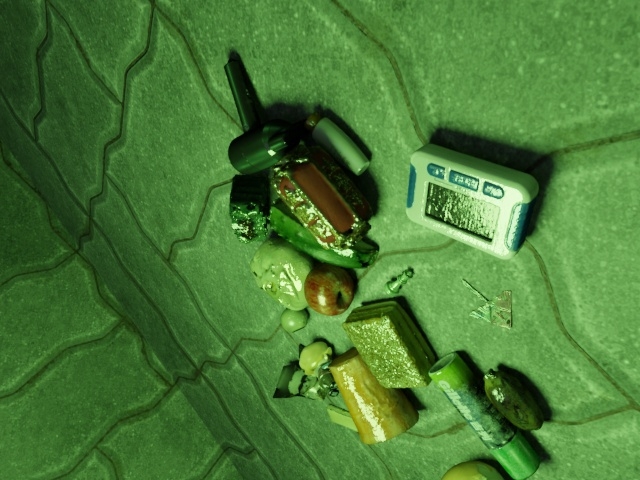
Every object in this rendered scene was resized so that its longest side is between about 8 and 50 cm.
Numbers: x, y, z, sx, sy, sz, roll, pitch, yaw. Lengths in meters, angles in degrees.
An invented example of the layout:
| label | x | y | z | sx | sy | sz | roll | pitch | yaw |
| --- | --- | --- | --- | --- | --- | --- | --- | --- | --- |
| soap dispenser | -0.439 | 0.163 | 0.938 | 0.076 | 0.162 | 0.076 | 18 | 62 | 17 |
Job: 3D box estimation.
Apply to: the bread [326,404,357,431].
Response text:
| label | x | y | z | sx | sy | sz | roll | pitch | yaw |
| --- | --- | --- | --- | --- | --- | --- | --- | --- | --- |
| bread | 0.089 | 0.642 | 1.769 | 0.154 | 0.028 | 0.068 | 3 | 119 | 44 |

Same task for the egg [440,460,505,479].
| label | x | y | z | sx | sy | sz | roll | pitch | yaw |
| --- | --- | --- | --- | --- | --- | --- | --- | --- | --- |
| egg | 0.417 | 0.716 | 1.345 | 0.201 | 0.201 | 0.244 | 45 | 150 | 12 |

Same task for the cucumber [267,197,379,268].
| label | x | y | z | sx | sy | sz | roll | pitch | yaw |
| --- | --- | --- | --- | --- | --- | --- | --- | --- | --- |
| cucumber | -0.001 | 0.003 | 1.343 | 0.325 | 0.105 | 0.145 | 28 | 134 | 26 |

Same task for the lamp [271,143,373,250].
| label | x | y | z | sx | sy | sz | roll | pitch | yaw |
| --- | --- | --- | --- | --- | --- | --- | --- | --- | --- |
| lamp | 0.004 | -0.104 | 1.186 | 0.274 | 0.177 | 0.177 | 48 | 142 | -8 |

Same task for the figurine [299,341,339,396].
| label | x | y | z | sx | sy | sz | roll | pitch | yaw |
| --- | --- | --- | --- | --- | --- | --- | --- | --- | --- |
| figurine | 0.010 | 0.412 | 1.590 | 0.196 | 0.108 | 0.114 | 41 | 137 | 50 |

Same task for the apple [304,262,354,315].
| label | x | y | z | sx | sy | sz | roll | pitch | yaw |
| --- | --- | --- | --- | --- | --- | --- | --- | --- | --- |
| apple | 0.021 | 0.135 | 1.384 | 0.131 | 0.146 | 0.146 | 24 | 132 | 41 |

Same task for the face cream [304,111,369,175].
| label | x | y | z | sx | sy | sz | roll | pitch | yaw |
| --- | --- | --- | --- | --- | --- | --- | --- | --- | --- |
| face cream | 0.039 | -0.230 | 1.167 | 0.182 | 0.051 | 0.072 | 44 | 144 | 12 |

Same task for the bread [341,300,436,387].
| label | x | y | z | sx | sy | sz | roll | pitch | yaw |
| --- | --- | --- | --- | --- | --- | --- | --- | --- | --- |
| bread | 0.192 | 0.284 | 1.341 | 0.184 | 0.110 | 0.234 | -21 | 102 | 48 |

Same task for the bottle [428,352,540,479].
| label | x | y | z | sx | sy | sz | roll | pitch | yaw |
| --- | --- | --- | --- | --- | --- | --- | --- | --- | --- |
| bottle | 0.412 | 0.439 | 1.233 | 0.330 | 0.093 | 0.093 | 51 | 142 | 5 |

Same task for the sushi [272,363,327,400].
| label | x | y | z | sx | sy | sz | roll | pitch | yaw |
| --- | --- | --- | --- | --- | --- | --- | --- | --- | --- |
| sushi | -0.031 | 0.511 | 1.730 | 0.273 | 0.134 | 0.109 | -19 | 128 | 40 |

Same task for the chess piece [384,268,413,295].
| label | x | y | z | sx | sy | sz | roll | pitch | yaw |
| --- | --- | --- | --- | --- | --- | --- | --- | --- | --- |
| chess piece | 0.204 | 0.103 | 1.252 | 0.042 | 0.042 | 0.093 | 48 | 134 | 9 |

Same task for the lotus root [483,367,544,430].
| label | x | y | z | sx | sy | sz | roll | pitch | yaw |
| --- | --- | --- | --- | --- | --- | --- | --- | --- | --- |
| lotus root | 0.453 | 0.377 | 1.154 | 0.179 | 0.080 | 0.089 | 49 | 142 | 6 |

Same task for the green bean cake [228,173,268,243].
| label | x | y | z | sx | sy | sz | roll | pitch | yaw |
| --- | --- | --- | --- | --- | --- | --- | --- | --- | --- |
| green bean cake | -0.205 | -0.068 | 1.429 | 0.107 | 0.193 | 0.208 | -1 | 128 | -5 |

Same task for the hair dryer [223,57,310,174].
| label | x | y | z | sx | sy | sz | roll | pitch | yaw |
| --- | --- | --- | --- | --- | --- | --- | --- | --- | --- |
| hair dryer | -0.162 | -0.339 | 1.268 | 0.244 | 0.116 | 0.302 | -12 | 101 | 47 |

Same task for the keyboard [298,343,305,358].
| label | x | y | z | sx | sy | sz | roll | pitch | yaw |
| --- | --- | --- | --- | --- | --- | --- | --- | --- | --- |
| keyboard | 0.017 | 0.450 | 1.713 | 0.250 | 0.017 | 0.087 | 30 | 137 | 29 |

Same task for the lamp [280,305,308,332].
| label | x | y | z | sx | sy | sz | roll | pitch | yaw |
| --- | --- | --- | --- | --- | --- | --- | --- | --- | --- |
| lamp | -0.105 | 0.222 | 1.629 | 0.091 | 0.091 | 0.163 | -40 | 73 | 52 |

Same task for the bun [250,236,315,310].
| label | x | y | z | sx | sy | sz | roll | pitch | yaw |
| --- | --- | --- | --- | --- | --- | --- | --- | --- | --- |
| bun | -0.116 | 0.104 | 1.498 | 0.239 | 0.141 | 0.239 | 28 | 138 | 29 |

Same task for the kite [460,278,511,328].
| label | x | y | z | sx | sy | sz | roll | pitch | yaw |
| --- | --- | --- | --- | --- | --- | --- | --- | --- | --- |
| kite | 0.382 | 0.141 | 1.117 | 0.152 | 0.005 | 0.137 | 50 | 139 | 7 |

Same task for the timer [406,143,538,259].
| label | x | y | z | sx | sy | sz | roll | pitch | yaw |
| --- | --- | --- | --- | --- | --- | --- | --- | --- | --- |
| timer | 0.297 | -0.084 | 0.986 | 0.253 | 0.078 | 0.178 | 27 | 136 | 32 |

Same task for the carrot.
| label | x | y | z | sx | sy | sz | roll | pitch | yaw |
| --- | --- | --- | --- | --- | --- | --- | --- | --- | --- |
| carrot | 0.154 | 0.445 | 1.459 | 0.196 | 0.196 | 0.254 | -34 | 81 | 52 |
